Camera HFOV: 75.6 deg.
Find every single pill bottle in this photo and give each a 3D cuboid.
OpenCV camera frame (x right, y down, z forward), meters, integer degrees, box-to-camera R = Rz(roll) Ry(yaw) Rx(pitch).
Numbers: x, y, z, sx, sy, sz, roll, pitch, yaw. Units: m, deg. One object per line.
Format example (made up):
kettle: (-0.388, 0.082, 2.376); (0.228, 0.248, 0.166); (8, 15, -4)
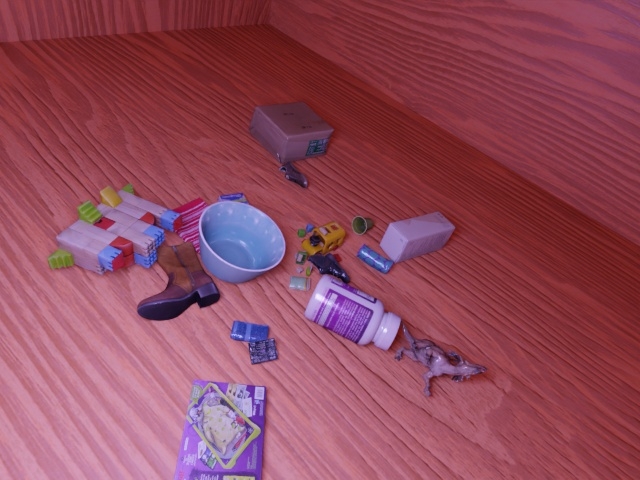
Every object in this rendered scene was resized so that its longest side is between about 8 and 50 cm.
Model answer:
pill bottle: (0.111, 0.251, 1.403); (0.301, 0.169, 0.169); (26, 42, 6)

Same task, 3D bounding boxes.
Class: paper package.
paper package: (-0.151, -0.571, 2.167); (0.324, 0.168, 0.309); (-20, 57, -38)

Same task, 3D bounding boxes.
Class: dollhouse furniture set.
dollhouse furniture set: (-0.071, 0.115, 1.554); (0.076, 0.059, 0.152); (12, 42, -10)

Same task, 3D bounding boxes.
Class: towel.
towel: (-0.455, -0.053, 1.598); (0.274, 0.031, 0.198); (39, 45, 19)
towel: (-0.226, 0.295, 1.323); (0.119, 0.029, 0.067); (13, 43, -10)

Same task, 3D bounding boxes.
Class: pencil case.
pencil case: (0.226, 0.076, 1.712); (0.151, 0.064, 0.070); (32, 59, 12)

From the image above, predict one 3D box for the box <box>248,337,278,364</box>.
box: (-0.178, 0.344, 1.281); (0.083, 0.018, 0.067); (-5, 70, -26)

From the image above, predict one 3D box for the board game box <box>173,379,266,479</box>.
board game box: (-0.252, 0.533, 1.050); (0.208, 0.056, 0.347); (13, 42, -15)

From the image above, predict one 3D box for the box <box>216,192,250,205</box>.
box: (-0.350, -0.135, 1.719); (0.109, 0.042, 0.178); (-13, 52, -33)

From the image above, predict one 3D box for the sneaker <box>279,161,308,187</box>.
sneaker: (-0.130, -0.304, 1.984); (0.071, 0.066, 0.188); (-26, 52, -20)

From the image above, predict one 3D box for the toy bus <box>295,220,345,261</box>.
toy bus: (0.005, -0.007, 1.680); (0.190, 0.104, 0.202); (13, 42, -9)

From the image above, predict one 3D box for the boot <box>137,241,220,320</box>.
boot: (-0.501, 0.113, 1.357); (0.264, 0.096, 0.280); (-18, 52, -32)

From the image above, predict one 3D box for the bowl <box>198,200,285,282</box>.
bowl: (-0.297, 0.028, 1.451); (0.311, 0.163, 0.312); (22, 39, -20)

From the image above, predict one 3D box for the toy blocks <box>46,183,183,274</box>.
toy blocks: (-0.634, -0.013, 1.350); (0.260, 0.191, 0.381); (22, 41, 6)

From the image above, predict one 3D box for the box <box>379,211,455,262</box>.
box: (0.432, -0.017, 1.836); (0.311, 0.148, 0.121); (-12, 50, -33)

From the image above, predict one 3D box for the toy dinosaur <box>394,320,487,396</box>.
toy dinosaur: (0.388, 0.395, 1.407); (0.200, 0.127, 0.295); (-6, 35, -37)

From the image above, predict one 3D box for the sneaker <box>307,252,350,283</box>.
sneaker: (0.033, 0.114, 1.604); (0.089, 0.051, 0.170); (-31, 75, -21)

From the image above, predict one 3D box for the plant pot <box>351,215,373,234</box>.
plant pot: (0.197, -0.073, 1.855); (0.079, 0.083, 0.083); (-12, 50, -47)
